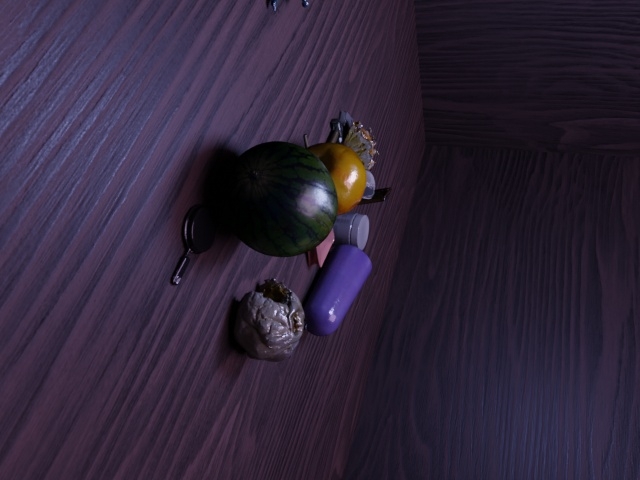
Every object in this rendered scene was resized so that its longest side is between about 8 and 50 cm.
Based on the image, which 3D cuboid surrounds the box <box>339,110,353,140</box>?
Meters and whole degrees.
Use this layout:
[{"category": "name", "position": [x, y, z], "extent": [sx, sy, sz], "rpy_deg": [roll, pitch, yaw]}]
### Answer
[{"category": "box", "position": [0.126, -0.531, 2.333], "extent": [0.177, 0.035, 0.115], "rpy_deg": [20, 81, -69]}]

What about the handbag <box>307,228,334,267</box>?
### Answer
[{"category": "handbag", "position": [0.000, 0.000, 2.154], "extent": [0.213, 0.059, 0.158], "rpy_deg": [-64, 154, -44]}]

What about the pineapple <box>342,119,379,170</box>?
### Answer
[{"category": "pineapple", "position": [0.166, -0.425, 2.252], "extent": [0.114, 0.186, 0.237], "rpy_deg": [-39, 114, -77]}]

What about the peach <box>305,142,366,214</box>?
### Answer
[{"category": "peach", "position": [0.042, -0.224, 1.849], "extent": [0.308, 0.288, 0.289], "rpy_deg": [33, 66, -63]}]

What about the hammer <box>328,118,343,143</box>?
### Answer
[{"category": "hammer", "position": [0.028, -0.372, 2.110], "extent": [0.111, 0.043, 0.366], "rpy_deg": [75, 29, -48]}]

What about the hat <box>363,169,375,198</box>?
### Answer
[{"category": "hat", "position": [0.136, -0.246, 2.285], "extent": [0.275, 0.231, 0.161], "rpy_deg": [-40, 104, -46]}]

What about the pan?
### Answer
[{"category": "pan", "position": [-0.335, 0.014, 1.304], "extent": [0.136, 0.028, 0.235], "rpy_deg": [62, 40, -57]}]

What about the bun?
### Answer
[{"category": "bun", "position": [-0.156, 0.280, 1.627], "extent": [0.281, 0.204, 0.282], "rpy_deg": [10, 90, -70]}]

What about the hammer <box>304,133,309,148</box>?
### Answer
[{"category": "hammer", "position": [-0.045, -0.345, 1.973], "extent": [0.062, 0.017, 0.182], "rpy_deg": [-61, 150, -46]}]

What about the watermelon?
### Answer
[{"category": "watermelon", "position": [-0.118, -0.118, 1.413], "extent": [0.363, 0.362, 0.364], "rpy_deg": [8, 90, -70]}]

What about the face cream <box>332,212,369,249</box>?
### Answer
[{"category": "face cream", "position": [0.138, -0.047, 2.376], "extent": [0.177, 0.152, 0.178], "rpy_deg": [7, 90, -68]}]

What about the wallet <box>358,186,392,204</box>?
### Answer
[{"category": "wallet", "position": [0.221, -0.216, 2.409], "extent": [0.133, 0.243, 0.039], "rpy_deg": [-50, 128, -52]}]

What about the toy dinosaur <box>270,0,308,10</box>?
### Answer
[{"category": "toy dinosaur", "position": [-0.079, -0.878, 1.608], "extent": [0.147, 0.076, 0.363], "rpy_deg": [32, 71, -61]}]

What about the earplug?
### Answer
[{"category": "earplug", "position": [0.063, 0.236, 2.210], "extent": [0.456, 0.215, 0.215], "rpy_deg": [-58, 149, -42]}]
